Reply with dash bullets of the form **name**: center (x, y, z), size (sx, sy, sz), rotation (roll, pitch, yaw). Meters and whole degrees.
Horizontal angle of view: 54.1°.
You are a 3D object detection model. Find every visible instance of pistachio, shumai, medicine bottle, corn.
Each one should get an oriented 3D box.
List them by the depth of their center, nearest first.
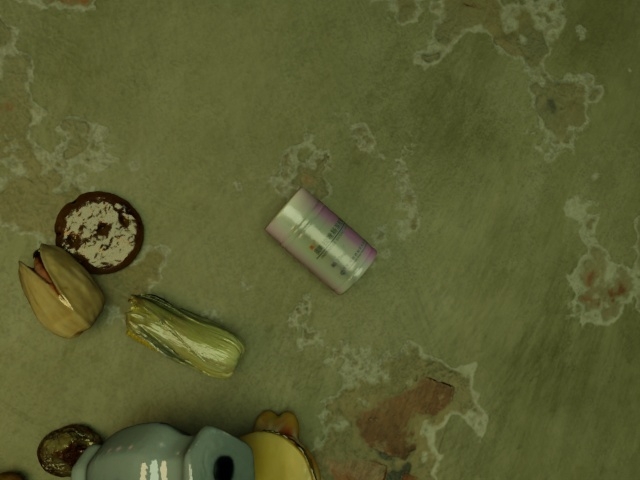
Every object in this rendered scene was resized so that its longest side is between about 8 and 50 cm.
- **pistachio**: center (-0.607, 0.117, 1.457), size (0.157, 0.157, 0.229), rotation (-38, 88, -11)
- **shumai**: center (-0.596, 0.500, 1.465), size (0.139, 0.105, 0.123), rotation (-5, 90, 15)
- **corn**: center (-0.331, 0.230, 1.511), size (0.305, 0.122, 0.123), rotation (25, 81, -5)
- **medicine bottle**: center (0.000, 0.000, 1.572), size (0.254, 0.152, 0.152), rotation (41, 80, -5)

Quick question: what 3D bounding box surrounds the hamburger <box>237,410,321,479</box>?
- **hamburger**: center (-0.127, 0.562, 1.484), size (0.261, 0.186, 0.302), rotation (-9, 77, 6)

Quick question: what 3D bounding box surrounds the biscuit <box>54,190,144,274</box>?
- **biscuit**: center (-0.542, -0.018, 1.537), size (0.212, 0.036, 0.212), rotation (1, 87, -9)

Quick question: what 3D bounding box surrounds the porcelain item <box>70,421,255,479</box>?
- **porcelain item**: center (-0.350, 0.507, 1.345), size (0.242, 0.405, 0.178), rotation (43, 42, -37)

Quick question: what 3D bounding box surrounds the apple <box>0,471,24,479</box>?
- **apple**: center (-0.724, 0.570, 1.437), size (0.071, 0.084, 0.084), rotation (23, 80, 30)
